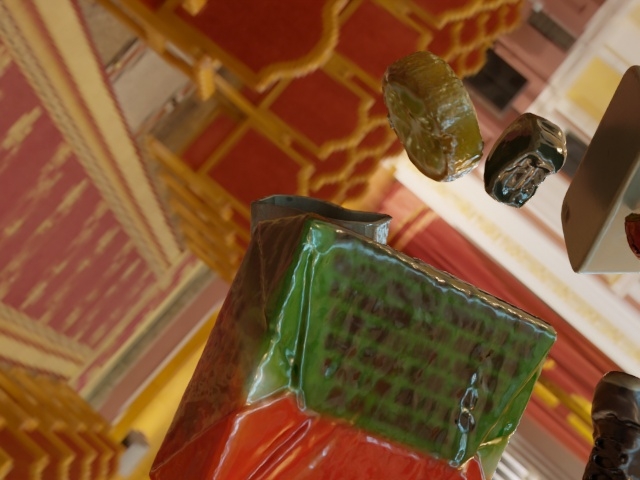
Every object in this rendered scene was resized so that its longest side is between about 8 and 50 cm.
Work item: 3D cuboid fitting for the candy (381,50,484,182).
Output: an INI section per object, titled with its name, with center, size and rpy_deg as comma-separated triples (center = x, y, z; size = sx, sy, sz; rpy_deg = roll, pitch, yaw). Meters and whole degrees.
[candy]
center = 0.210, -0.232, 2.256
size = 0.118, 0.260, 0.260
rpy_deg = -26, 170, -10

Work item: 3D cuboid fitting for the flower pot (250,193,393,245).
[flower pot]
center = 0.000, 0.000, 1.816
size = 0.103, 0.229, 0.108
rpy_deg = -16, 115, -50

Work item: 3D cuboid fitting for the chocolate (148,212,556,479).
[chocolate]
center = 0.027, 0.175, 1.245
size = 0.161, 0.360, 0.341
rpy_deg = 21, -93, 56

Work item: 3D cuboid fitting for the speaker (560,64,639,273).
[speaker]
center = 0.572, -0.110, 2.064
size = 0.406, 0.184, 0.183
rpy_deg = 104, -13, -50

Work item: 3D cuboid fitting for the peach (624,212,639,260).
[peach]
center = 0.567, -0.003, 1.921
size = 0.092, 0.172, 0.127
rpy_deg = -35, 135, -43

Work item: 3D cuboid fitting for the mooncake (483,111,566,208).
[mooncake]
center = 0.377, -0.144, 2.178
size = 0.168, 0.104, 0.175
rpy_deg = -61, -168, -15

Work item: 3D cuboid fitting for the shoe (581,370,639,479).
[shoe]
center = 0.372, 0.305, 1.518
size = 0.137, 0.291, 0.114
rpy_deg = -23, -157, -37
